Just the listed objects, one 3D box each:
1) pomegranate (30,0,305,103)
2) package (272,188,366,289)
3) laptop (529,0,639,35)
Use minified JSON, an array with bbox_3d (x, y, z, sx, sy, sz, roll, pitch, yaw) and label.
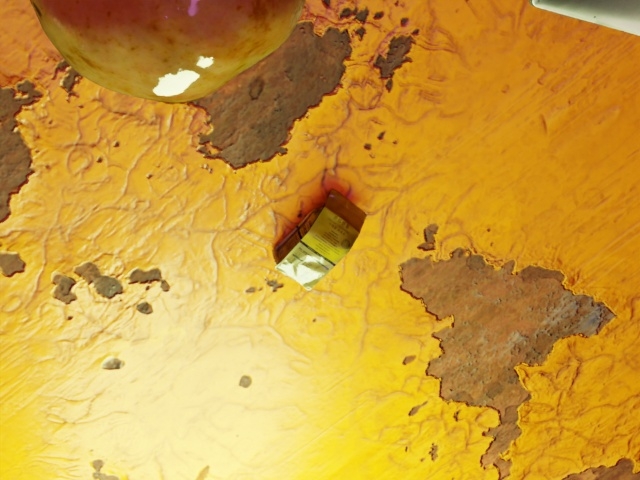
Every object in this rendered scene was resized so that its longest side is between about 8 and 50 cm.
[{"bbox_3d":[-0.179,-0.318,1.370,0.342,0.342,0.342,-5,119,-10],"label":"pomegranate"},{"bbox_3d":[0.000,0.000,1.728,0.071,0.047,0.131,39,106,-24],"label":"package"},{"bbox_3d":[0.397,-0.402,1.614,0.187,0.015,0.269,11,115,-18],"label":"laptop"}]
